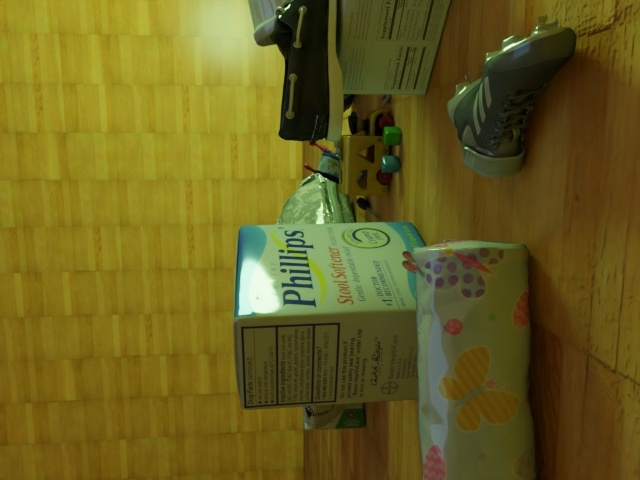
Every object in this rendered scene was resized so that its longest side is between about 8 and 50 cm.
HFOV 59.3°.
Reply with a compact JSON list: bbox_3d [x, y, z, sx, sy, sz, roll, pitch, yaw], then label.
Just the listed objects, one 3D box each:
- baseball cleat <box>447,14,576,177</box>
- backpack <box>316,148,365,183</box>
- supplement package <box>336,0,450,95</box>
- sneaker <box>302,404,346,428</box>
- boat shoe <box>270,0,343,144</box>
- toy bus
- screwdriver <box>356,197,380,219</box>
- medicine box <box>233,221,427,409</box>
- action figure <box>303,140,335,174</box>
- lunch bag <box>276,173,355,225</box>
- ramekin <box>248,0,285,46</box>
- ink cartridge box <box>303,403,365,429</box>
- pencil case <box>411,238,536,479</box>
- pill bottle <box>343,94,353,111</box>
[{"bbox_3d":[0.176,-0.117,0.510,0.206,0.072,0.109,154,101,-88],"label":"baseball cleat"},{"bbox_3d":[0.053,-0.170,1.301,0.105,0.114,0.084,-133,62,-83],"label":"backpack"},{"bbox_3d":[0.091,-0.377,0.805,0.262,0.145,0.204,98,169,-51],"label":"supplement package"},{"bbox_3d":[-0.025,0.239,1.302,0.210,0.137,0.365,25,118,44],"label":"sneaker"},{"bbox_3d":[-0.024,-0.284,0.786,0.114,0.091,0.302,115,151,-74],"label":"boat shoe"},{"bbox_3d":[0.081,-0.182,1.100,0.191,0.104,0.202,99,168,-55],"label":"toy bus"},{"bbox_3d":[0.111,-0.072,1.256,0.025,0.024,0.170,-61,18,5],"label":"screwdriver"},{"bbox_3d":[0.023,0.094,0.821,0.263,0.289,0.149,-104,14,-62],"label":"medicine box"},{"bbox_3d":[0.008,-0.233,1.593,0.280,0.139,0.091,-168,102,-86],"label":"action figure"},{"bbox_3d":[0.000,0.000,1.465,0.305,0.213,0.256,-99,26,-49],"label":"lunch bag"},{"bbox_3d":[-0.034,-0.533,1.219,0.273,0.273,0.127,-122,11,-78],"label":"ramekin"},{"bbox_3d":[0.028,0.374,1.439,0.087,0.153,0.208,105,164,-71],"label":"ink cartridge box"},{"bbox_3d":[0.147,0.132,0.538,0.124,0.113,0.273,9,-101,-77],"label":"pencil case"},{"bbox_3d":[0.035,-0.421,1.389,0.219,0.123,0.122,101,167,-64],"label":"pill bottle"}]
